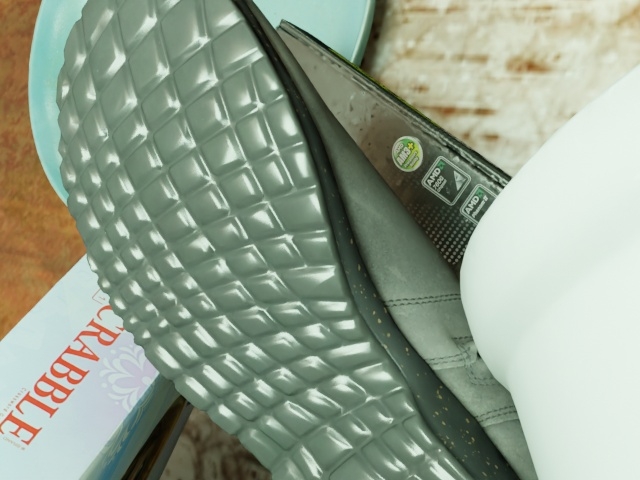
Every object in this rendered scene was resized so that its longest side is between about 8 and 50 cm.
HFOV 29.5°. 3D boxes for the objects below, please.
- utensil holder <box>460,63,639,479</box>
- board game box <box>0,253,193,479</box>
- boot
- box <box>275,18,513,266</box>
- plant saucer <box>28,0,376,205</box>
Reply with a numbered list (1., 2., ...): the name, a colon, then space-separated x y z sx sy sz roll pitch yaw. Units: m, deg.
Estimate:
1. utensil holder: 0.247 0.134 0.331 0.328 0.328 0.385 -28 63 29
2. board game box: -0.147 0.151 0.596 0.066 0.318 0.318 29 125 3
3. boot: 0.030 0.028 0.557 0.118 0.223 0.338 -31 82 28
4. box: 0.000 0.000 0.706 0.184 0.045 0.190 38 103 17
5. plant saucer: -0.082 -0.150 0.843 0.318 0.044 0.317 -10 72 35
